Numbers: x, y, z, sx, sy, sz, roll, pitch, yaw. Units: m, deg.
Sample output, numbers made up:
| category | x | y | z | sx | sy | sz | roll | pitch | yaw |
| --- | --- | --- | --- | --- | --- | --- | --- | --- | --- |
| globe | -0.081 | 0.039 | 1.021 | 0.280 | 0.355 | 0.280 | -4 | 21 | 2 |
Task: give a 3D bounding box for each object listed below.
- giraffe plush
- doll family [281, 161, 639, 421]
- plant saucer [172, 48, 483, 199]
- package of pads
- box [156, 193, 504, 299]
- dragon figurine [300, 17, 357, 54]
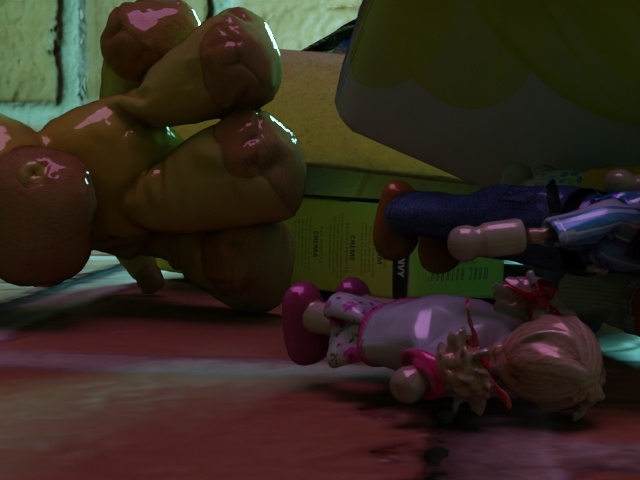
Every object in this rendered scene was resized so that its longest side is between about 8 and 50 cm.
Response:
| category | x | y | z | sx | sy | sz | roll | pitch | yaw |
| --- | --- | --- | --- | --- | --- | --- | --- | --- | --- |
| giraffe plush | -0.133 | -0.033 | 0.829 | 0.170 | 0.181 | 0.210 | -13 | 4 | -40 |
| doll family | 0.116 | -0.002 | 0.628 | 0.263 | 0.118 | 0.163 | -4 | 6 | -45 |
| plant saucer | 0.095 | -0.055 | 1.024 | 0.332 | 0.081 | 0.332 | 8 | -4 | 27 |
| package of pads | 0.170 | -0.091 | 0.714 | 0.296 | 0.101 | 0.229 | 24 | -35 | 0 |
| box | 0.000 | 0.000 | 0.969 | 0.087 | 0.058 | 0.232 | 0 | 3 | -43 |
| dragon figurine | 0.058 | -0.144 | 1.048 | 0.289 | 0.085 | 0.144 | 9 | -4 | 35 |
